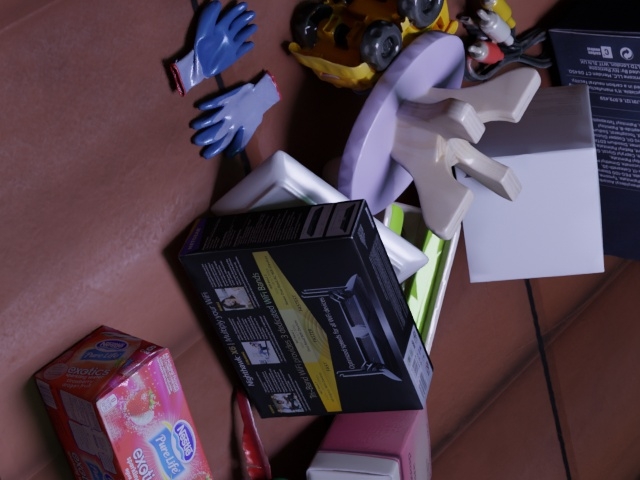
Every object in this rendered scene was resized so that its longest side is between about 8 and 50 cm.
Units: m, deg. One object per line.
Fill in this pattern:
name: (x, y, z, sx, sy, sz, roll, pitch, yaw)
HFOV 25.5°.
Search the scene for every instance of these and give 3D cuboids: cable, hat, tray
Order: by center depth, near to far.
tray: (0.000, 0.000, 1.866, 0.270, 0.145, 0.030, 35, 35, -24)
hat: (-0.040, 0.341, 1.951, 0.208, 0.173, 0.183, 39, 74, -44)
cable: (0.304, -0.297, 2.214, 0.287, 0.072, 0.139, 13, 89, -48)

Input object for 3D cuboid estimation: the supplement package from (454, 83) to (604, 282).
supplement package: (0.311, -0.089, 2.106, 0.262, 0.199, 0.198, -74, 157, -63)

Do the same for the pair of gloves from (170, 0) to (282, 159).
pair of gloves: (-0.123, -0.208, 1.820, 0.159, 0.023, 0.198, -45, 131, -31)

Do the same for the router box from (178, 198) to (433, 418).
router box: (-0.013, 0.098, 1.855, 0.081, 0.243, 0.308, -70, 146, -46)

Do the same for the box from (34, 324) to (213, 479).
box: (-0.234, 0.250, 1.751, 0.123, 0.128, 0.256, -37, 125, -34)

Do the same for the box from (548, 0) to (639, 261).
box: (0.666, -0.275, 2.428, 0.480, 0.297, 0.471, -46, 130, -34)

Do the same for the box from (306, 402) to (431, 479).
box: (0.075, 0.337, 2.042, 0.232, 0.127, 0.148, -56, 143, -63)

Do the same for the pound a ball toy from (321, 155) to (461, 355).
pound a ball toy: (0.062, 0.048, 2.037, 0.208, 0.136, 0.319, 12, 93, -23)

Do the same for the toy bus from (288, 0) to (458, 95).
toy bus: (0.085, -0.267, 1.946, 0.220, 0.149, 0.211, -53, 143, -21)

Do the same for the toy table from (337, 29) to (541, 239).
toy table: (0.161, -0.133, 1.869, 0.252, 0.161, 0.274, 24, 91, -59)
